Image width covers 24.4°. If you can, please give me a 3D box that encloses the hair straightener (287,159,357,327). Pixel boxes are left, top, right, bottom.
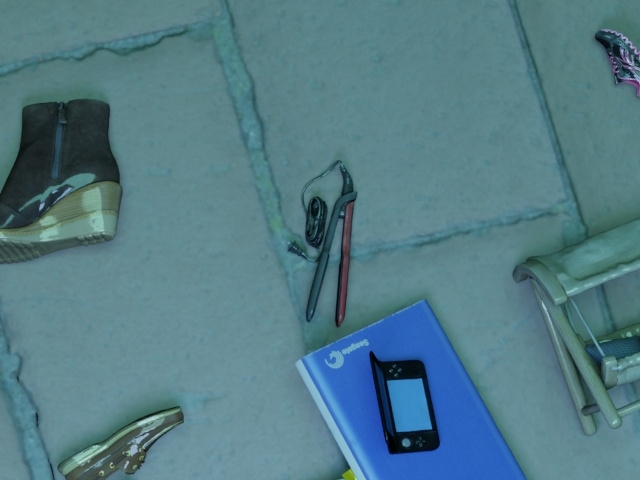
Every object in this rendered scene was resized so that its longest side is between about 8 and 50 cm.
[{"bbox_3d":[0.000,0.000,2.006,0.089,0.047,0.230,8,78,-3],"label":"hair straightener"}]

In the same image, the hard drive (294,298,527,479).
[{"bbox_3d":[0.130,0.256,1.929,0.210,0.040,0.318,-23,79,-30],"label":"hard drive"}]

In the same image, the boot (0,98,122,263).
[{"bbox_3d":[-0.394,-0.082,1.991,0.249,0.090,0.206,-7,67,-4],"label":"boot"}]

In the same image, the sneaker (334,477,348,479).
[{"bbox_3d":[-0.047,0.420,1.888,0.256,0.094,0.151,-22,74,-11],"label":"sneaker"}]

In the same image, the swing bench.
[{"bbox_3d":[0.428,0.092,1.959,0.253,0.165,0.254,-22,81,-8],"label":"swing bench"}]

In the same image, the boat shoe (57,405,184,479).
[{"bbox_3d":[-0.253,0.275,1.927,0.178,0.064,0.060,-29,87,-3],"label":"boat shoe"}]

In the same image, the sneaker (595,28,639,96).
[{"bbox_3d":[0.430,-0.250,2.093,0.119,0.047,0.057,42,90,6],"label":"sneaker"}]

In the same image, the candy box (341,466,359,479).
[{"bbox_3d":[0.130,0.351,1.930,0.206,0.027,0.105,49,52,2],"label":"candy box"}]

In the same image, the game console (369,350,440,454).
[{"bbox_3d":[0.107,0.204,1.874,0.107,0.071,0.122,-1,69,-24],"label":"game console"}]
